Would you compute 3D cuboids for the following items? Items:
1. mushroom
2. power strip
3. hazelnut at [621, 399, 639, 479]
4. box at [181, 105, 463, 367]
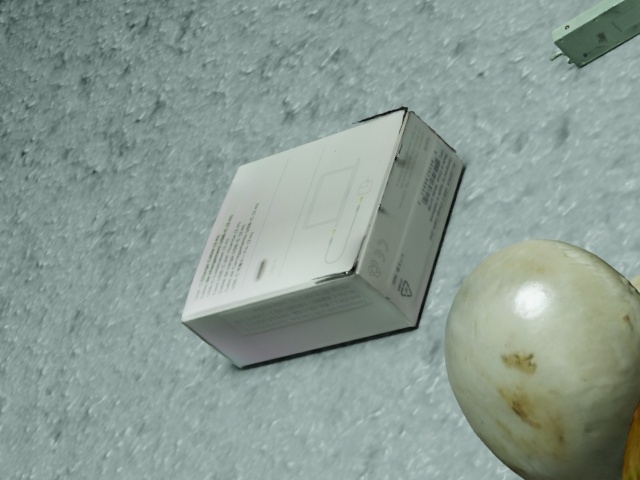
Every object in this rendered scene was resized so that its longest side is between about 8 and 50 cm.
[{"bbox_3d":[0.210,0.085,1.452,0.215,0.207,0.207,-27,18,-33],"label":"mushroom"},{"bbox_3d":[0.276,-0.208,1.800,0.136,0.051,0.019,-31,42,29],"label":"power strip"},{"bbox_3d":[0.300,0.144,1.288,0.204,0.178,0.178,-57,31,-4],"label":"hazelnut"},{"bbox_3d":[0.000,0.000,1.863,0.252,0.106,0.203,-16,45,41],"label":"box"}]
